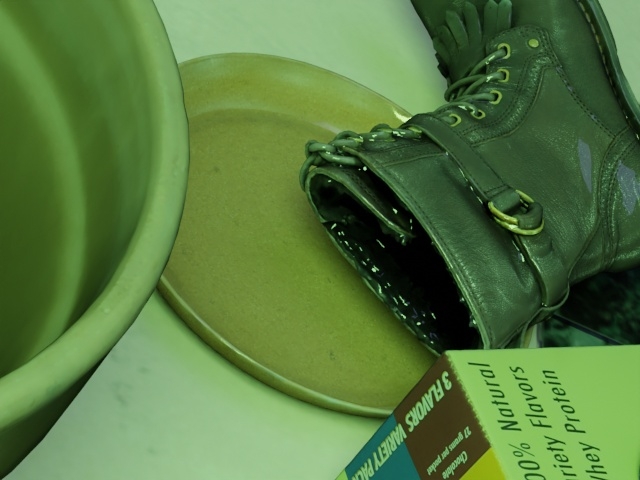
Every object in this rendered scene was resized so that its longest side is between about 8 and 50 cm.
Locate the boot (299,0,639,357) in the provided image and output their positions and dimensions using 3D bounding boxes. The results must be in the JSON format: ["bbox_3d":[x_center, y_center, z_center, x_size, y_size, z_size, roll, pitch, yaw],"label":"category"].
[{"bbox_3d":[0.072,-0.059,0.990,0.229,0.091,0.263,-18,65,-46],"label":"boot"}]

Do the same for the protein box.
[{"bbox_3d":[0.136,0.162,0.827,0.201,0.136,0.200,1,51,-35],"label":"protein box"}]

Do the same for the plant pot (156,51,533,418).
[{"bbox_3d":[0.000,0.000,0.977,0.236,0.032,0.236,20,41,-18],"label":"plant pot"}]

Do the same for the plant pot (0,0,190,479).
[{"bbox_3d":[-0.240,0.015,0.597,0.323,0.280,0.323,20,41,-18],"label":"plant pot"}]
